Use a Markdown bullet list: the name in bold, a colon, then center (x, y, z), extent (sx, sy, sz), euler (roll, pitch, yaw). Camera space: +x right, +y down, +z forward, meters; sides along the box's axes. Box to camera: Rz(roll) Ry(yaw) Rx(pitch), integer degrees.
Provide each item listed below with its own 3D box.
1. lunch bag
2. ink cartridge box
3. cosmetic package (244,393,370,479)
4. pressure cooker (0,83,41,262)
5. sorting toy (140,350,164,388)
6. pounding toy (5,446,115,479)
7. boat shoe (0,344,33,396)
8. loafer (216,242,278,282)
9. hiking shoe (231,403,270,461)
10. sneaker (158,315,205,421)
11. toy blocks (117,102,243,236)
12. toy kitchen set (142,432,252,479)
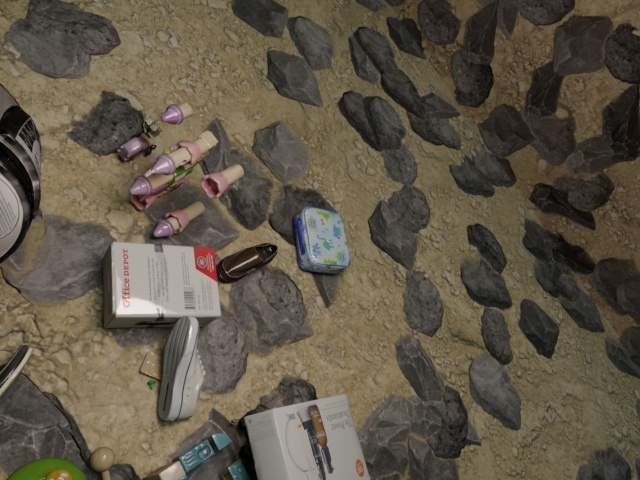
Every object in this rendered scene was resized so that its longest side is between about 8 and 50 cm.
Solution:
- **lunch bag**: center (0.000, 0.000, 1.779), extent (0.176, 0.090, 0.218), euler (7, 61, -35)
- **ink cartridge box**: center (-0.415, 0.119, 1.390), extent (0.273, 0.114, 0.196), euler (6, 63, -35)
- **cosmetic package**: center (-0.016, 0.555, 1.354), extent (0.377, 0.097, 0.284), euler (16, 55, -59)
- **pressure cooker**: center (-0.757, -0.118, 1.037), extent (0.370, 0.375, 0.420), euler (32, 19, -45)
- **sorting toy**: center (-0.419, 0.326, 1.338), extent (0.062, 0.012, 0.083), euler (33, 46, -23)
- **pounding toy**: center (-0.523, 0.524, 1.084), extent (0.237, 0.110, 0.182), euler (-2, 67, -37)
- **boat shoe**: center (-0.691, 0.304, 1.103), extent (0.079, 0.084, 0.233), euler (40, 51, -12)
- **loafer**: center (-0.214, 0.052, 1.599), extent (0.220, 0.078, 0.080), euler (-30, 85, -43)
- **hiking shoe**: center (-0.148, 0.547, 1.379), extent (0.114, 0.086, 0.226), euler (-18, 70, -28)
- **sneaker**: center (-0.334, 0.315, 1.331), extent (0.091, 0.094, 0.258), euler (16, 84, -47)
- **toy blocks**: center (-0.432, -0.180, 1.428), extent (0.309, 0.289, 0.260), euler (52, 42, -5)
- **toy kitchen set**: center (-0.267, 0.561, 1.242), extent (0.207, 0.122, 0.166), euler (-24, 80, -42)
